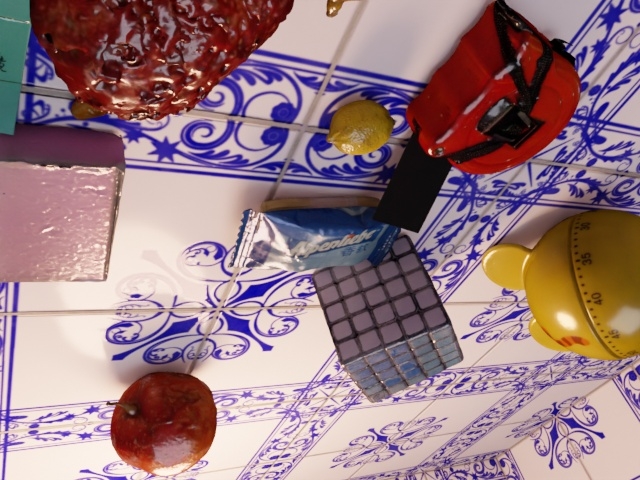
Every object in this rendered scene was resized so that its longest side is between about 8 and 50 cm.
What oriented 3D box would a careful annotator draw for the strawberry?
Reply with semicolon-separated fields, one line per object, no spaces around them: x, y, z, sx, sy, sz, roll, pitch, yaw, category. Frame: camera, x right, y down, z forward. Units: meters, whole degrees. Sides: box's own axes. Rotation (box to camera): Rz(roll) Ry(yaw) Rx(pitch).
-0.132;-0.251;0.552;0.221;0.274;0.274;2;146;11;strawberry

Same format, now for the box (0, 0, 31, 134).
-0.407;-0.224;0.631;0.162;0.041;0.229;6;137;-32;box

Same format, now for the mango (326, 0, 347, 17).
0.049;-0.378;0.563;0.176;0.119;0.316;-32;144;-46;mango

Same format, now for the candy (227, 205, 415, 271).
0.000;0.000;1.061;0.331;0.077;0.187;-5;146;-26;candy

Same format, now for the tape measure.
0.284;-0.220;0.916;0.260;0.114;0.253;11;134;-36;tape measure

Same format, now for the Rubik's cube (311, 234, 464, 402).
0.143;0.171;1.253;0.237;0.238;0.237;-25;143;5;Rubik's cube

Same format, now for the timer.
0.609;0.106;1.347;0.376;0.376;0.387;15;154;-39;timer

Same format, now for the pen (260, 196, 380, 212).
0.006;-0.065;1.049;0.233;0.032;0.040;-5;165;-22;pen

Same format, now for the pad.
0.174;-0.108;1.033;0.127;0.004;0.190;15;105;-39;pad

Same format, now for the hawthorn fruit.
-0.377;0.402;1.324;0.242;0.242;0.272;-36;134;20;hawthorn fruit

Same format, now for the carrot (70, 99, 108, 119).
-0.260;-0.193;0.746;0.139;0.048;0.048;-28;144;14;carrot

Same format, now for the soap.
-0.390;-0.042;0.844;0.181;0.081;0.259;0;140;-25;soap

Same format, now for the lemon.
0.058;-0.172;0.895;0.111;0.082;0.082;-17;144;-12;lemon
